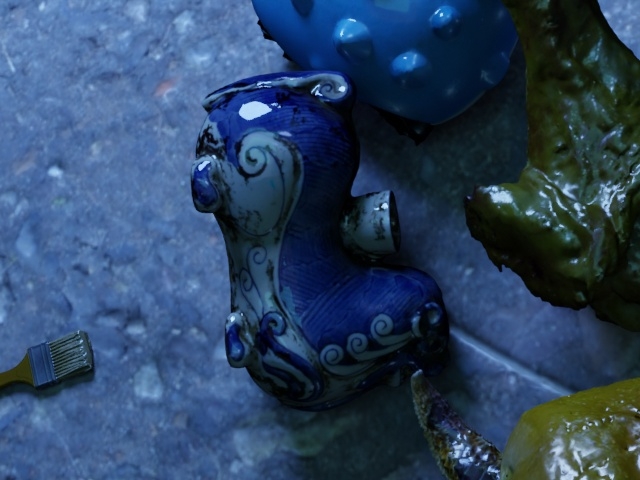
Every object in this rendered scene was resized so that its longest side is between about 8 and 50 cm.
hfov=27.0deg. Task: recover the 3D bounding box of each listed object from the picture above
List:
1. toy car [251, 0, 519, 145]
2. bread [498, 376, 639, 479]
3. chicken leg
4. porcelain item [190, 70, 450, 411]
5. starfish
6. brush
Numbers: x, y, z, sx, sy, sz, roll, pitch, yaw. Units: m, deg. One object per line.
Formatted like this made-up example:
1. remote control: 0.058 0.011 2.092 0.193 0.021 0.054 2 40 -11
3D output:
1. toy car: 0.048 -0.216 1.144 0.255 0.190 0.188 40 93 24
2. bread: 0.289 0.218 0.905 0.337 0.148 0.328 -6 52 0
3. chicken leg: 0.200 -0.078 1.057 0.211 0.140 0.361 -33 90 -2
4. porcelain item: 0.000 0.000 1.113 0.186 0.138 0.288 -10 96 7
5. starfish: 0.152 0.198 1.080 0.238 0.071 0.216 -20 67 1
6. brush: -0.293 0.130 1.275 0.170 0.014 0.043 -21 72 15
